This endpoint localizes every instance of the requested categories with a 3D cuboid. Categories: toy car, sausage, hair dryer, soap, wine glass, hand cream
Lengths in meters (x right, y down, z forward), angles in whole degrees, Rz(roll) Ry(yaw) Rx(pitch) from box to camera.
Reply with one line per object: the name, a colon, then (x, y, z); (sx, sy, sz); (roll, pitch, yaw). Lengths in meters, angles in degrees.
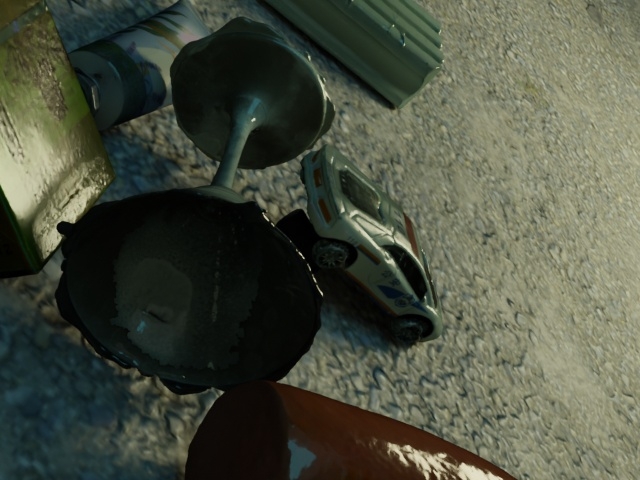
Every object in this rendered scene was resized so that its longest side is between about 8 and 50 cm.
toy car: (0.046, 0.006, 0.851); (0.205, 0.056, 0.095); (43, 27, -41)
sausage: (0.046, 0.166, 0.659); (0.259, 0.113, 0.113); (26, 38, -33)
hair dryer: (0.000, 0.000, 0.864); (0.047, 0.026, 0.083); (60, 24, 11)
soap: (0.034, -0.234, 1.112); (0.198, 0.066, 0.119); (35, 35, -24)
wine glass: (-0.061, -0.034, 0.693); (0.156, 0.156, 0.232); (38, 33, -20)
hand cream: (-0.129, -0.131, 0.814); (0.088, 0.055, 0.256); (53, 24, -5)

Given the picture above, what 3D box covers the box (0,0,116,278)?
box: (-0.182, -0.091, 0.622); (0.121, 0.030, 0.193); (-66, 145, -57)
